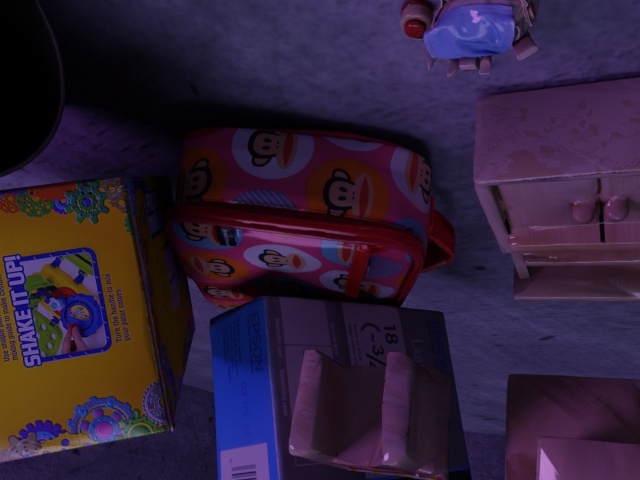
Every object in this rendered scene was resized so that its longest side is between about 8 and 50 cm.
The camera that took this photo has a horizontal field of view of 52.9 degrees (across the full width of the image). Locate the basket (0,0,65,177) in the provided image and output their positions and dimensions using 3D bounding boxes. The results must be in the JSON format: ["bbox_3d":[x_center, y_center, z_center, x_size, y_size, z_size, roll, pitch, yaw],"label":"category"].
[{"bbox_3d":[-0.293,-0.100,0.397,0.227,0.154,0.204,-13,128,47],"label":"basket"}]

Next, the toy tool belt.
[{"bbox_3d":[0.081,-0.118,0.364,0.083,0.051,0.052,-2,155,30],"label":"toy tool belt"}]

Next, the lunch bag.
[{"bbox_3d":[0.000,0.000,0.632,0.258,0.120,0.293,6,160,2],"label":"lunch bag"}]

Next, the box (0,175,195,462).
[{"bbox_3d":[-0.263,0.051,0.533,0.279,0.177,0.290,-9,-173,-7],"label":"box"}]

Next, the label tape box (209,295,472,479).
[{"bbox_3d":[0.066,0.190,0.628,0.334,0.240,0.106,9,155,-37],"label":"label tape box"}]

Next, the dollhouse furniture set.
[{"bbox_3d":[0.199,0.127,0.449,0.362,0.394,0.256,-2,156,25],"label":"dollhouse furniture set"}]
